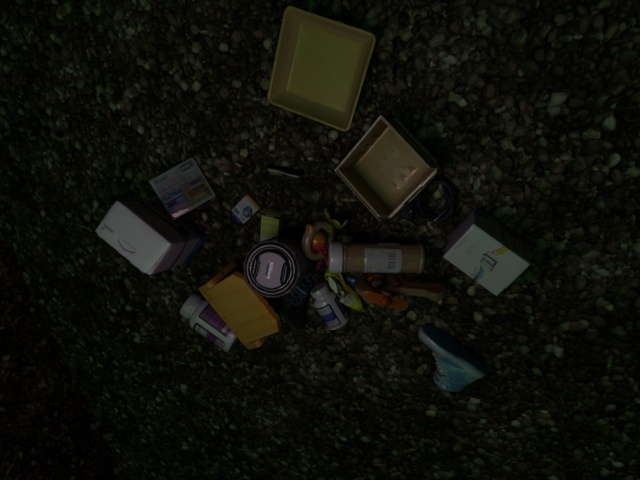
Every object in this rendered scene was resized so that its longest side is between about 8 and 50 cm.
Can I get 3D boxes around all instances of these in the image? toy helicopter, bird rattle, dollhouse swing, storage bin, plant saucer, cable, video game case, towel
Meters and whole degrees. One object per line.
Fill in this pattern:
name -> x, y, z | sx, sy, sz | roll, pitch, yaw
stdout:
toy helicopter -> 0.299, 0.186, 1.774 | 0.354, 0.235, 0.140 | 4, 115, 20
bird rattle -> 0.000, 0.000, 1.840 | 0.143, 0.206, 0.254 | 36, 121, 36
dollhouse swing -> -0.284, 0.238, 1.990 | 0.304, 0.315, 0.347 | -34, 98, 31
storage bin -> 0.236, -0.250, 1.627 | 0.260, 0.123, 0.262 | 50, 122, 13
plant saucer -> 0.004, -0.596, 1.619 | 0.332, 0.081, 0.333 | 24, 120, 11
cable -> 0.420, -0.149, 1.678 | 0.150, 0.047, 0.185 | 10, 116, 18
video game case -> -0.592, -0.224, 2.000 | 0.212, 0.023, 0.194 | -31, 102, -8
towel -> 0.126, 0.180, 1.963 | 0.119, 0.029, 0.067 | 25, 120, 10

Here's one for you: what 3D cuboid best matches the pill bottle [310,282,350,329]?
pill bottle -> 0.037, 0.280, 1.998 | 0.111, 0.112, 0.187 | -23, 103, 29

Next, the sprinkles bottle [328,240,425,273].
sprinkles bottle -> 0.209, 0.065, 1.756 | 0.354, 0.121, 0.122 | 1, 116, -1

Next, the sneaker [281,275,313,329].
sneaker -> -0.099, 0.243, 2.030 | 0.139, 0.125, 0.341 | -4, 114, 19

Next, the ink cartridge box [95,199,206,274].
ink cartridge box -> -0.701, -0.026, 1.975 | 0.285, 0.395, 0.166 | 38, 98, 2

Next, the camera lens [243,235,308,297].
camera lens -> -0.166, 0.097, 1.820 | 0.219, 0.274, 0.220 | 1, 95, 8

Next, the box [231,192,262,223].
box -> -0.323, -0.134, 2.001 | 0.081, 0.028, 0.136 | 48, 124, -5

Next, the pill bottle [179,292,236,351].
pill bottle -> -0.521, 0.388, 2.245 | 0.301, 0.169, 0.169 | 34, 122, 4

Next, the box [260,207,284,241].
box -> -0.211, -0.017, 1.991 | 0.087, 0.058, 0.233 | 14, 118, 15

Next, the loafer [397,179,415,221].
loafer -> 0.317, -0.151, 1.712 | 0.061, 0.062, 0.170 | 11, 116, 23

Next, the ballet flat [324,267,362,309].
ballet flat -> 0.090, 0.212, 1.929 | 0.077, 0.077, 0.231 | -29, 102, 30

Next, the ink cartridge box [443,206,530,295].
ink cartridge box -> 0.582, 0.036, 1.625 | 0.232, 0.171, 0.168 | 36, 122, 2

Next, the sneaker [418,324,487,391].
sneaker -> 0.495, 0.504, 1.909 | 0.318, 0.127, 0.208 | 37, 121, 4

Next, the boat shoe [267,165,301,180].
boat shoe -> -0.143, -0.263, 1.854 | 0.152, 0.056, 0.049 | 18, 125, 25
